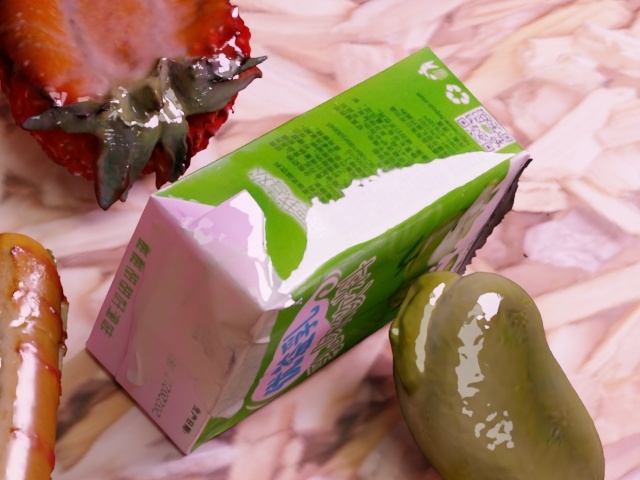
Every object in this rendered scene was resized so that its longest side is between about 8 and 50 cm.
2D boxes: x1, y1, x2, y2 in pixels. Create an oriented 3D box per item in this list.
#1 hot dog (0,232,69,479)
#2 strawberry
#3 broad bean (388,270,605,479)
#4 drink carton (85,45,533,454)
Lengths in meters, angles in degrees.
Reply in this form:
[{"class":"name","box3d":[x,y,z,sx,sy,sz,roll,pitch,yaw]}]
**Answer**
[{"class":"hot dog","box3d":[-0.178,0.109,1.088,0.076,0.104,0.250,18,44,-24]},{"class":"strawberry","box3d":[-0.154,-0.126,1.309,0.174,0.098,0.228,-32,56,-23]},{"class":"broad bean","box3d":[0.109,0.098,1.224,0.124,0.082,0.174,-16,72,-37]},{"class":"drink carton","box3d":[0.000,0.000,1.219,0.108,0.161,0.271,45,48,15]}]
